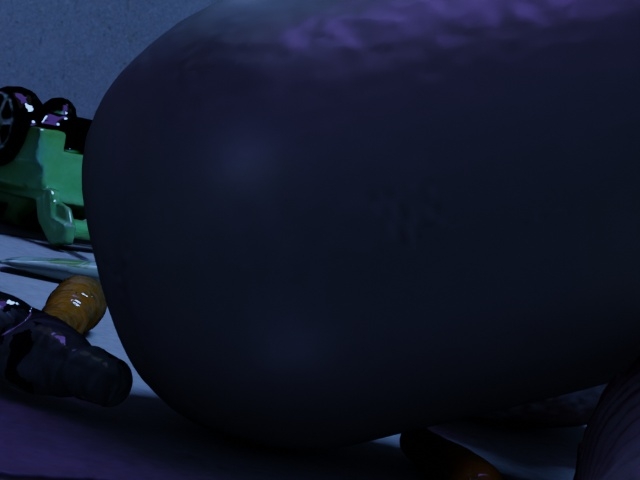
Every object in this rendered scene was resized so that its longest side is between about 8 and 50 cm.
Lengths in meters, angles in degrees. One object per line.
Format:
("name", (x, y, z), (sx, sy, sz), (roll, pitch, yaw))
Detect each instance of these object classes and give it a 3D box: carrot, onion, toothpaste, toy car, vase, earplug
("carrot", (0.079, 0.144, 1.039), (0.037, 0.037, 0.190), (11, 1, -9))
("onion", (0.225, 0.134, 0.924), (0.098, 0.151, 0.206), (34, 21, -13))
("toothpaste", (-0.214, 0.034, 1.601), (0.197, 0.029, 0.048), (9, 4, 4))
("toy car", (-0.342, -0.094, 1.995), (0.213, 0.176, 0.359), (8, 3, -45))
("vase", (-0.203, 0.065, 1.070), (0.211, 0.059, 0.060), (15, 6, 35))
("earplug", (0.049, -0.026, 1.061), (0.394, 0.312, 0.312), (-15, 9, -7))
("carrot", (-0.200, 0.060, 1.272), (0.047, 0.047, 0.191), (12, 9, 1))

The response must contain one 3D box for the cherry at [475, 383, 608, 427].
("cherry", (0.178, 0.048, 1.327), (0.286, 0.212, 0.236), (-12, -11, 2))
